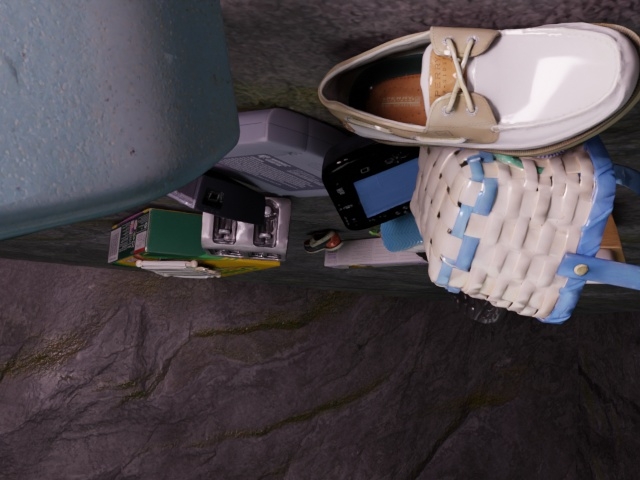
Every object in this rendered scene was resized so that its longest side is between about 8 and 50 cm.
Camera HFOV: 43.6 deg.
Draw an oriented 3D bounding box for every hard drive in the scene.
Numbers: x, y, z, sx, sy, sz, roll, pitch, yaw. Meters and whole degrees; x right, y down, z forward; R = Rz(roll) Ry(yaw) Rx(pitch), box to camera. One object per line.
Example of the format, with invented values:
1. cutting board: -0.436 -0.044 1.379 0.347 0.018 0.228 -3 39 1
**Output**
1. hard drive: -0.181 -0.084 1.160 0.172 0.054 0.254 28 -176 17

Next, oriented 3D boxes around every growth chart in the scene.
1. growth chart: -0.316 0.068 1.843 0.171 0.021 0.237 1 171 9

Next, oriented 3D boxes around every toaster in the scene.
1. toaster: -0.144 -0.026 1.557 0.168 0.110 0.186 5 172 -3

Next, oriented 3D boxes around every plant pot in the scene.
1. plant pot: -0.205 -0.120 0.575 0.252 0.248 0.247 -10 -179 -39

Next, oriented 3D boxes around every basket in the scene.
1. basket: 0.253 -0.030 0.846 0.288 0.201 0.255 10 -152 -12

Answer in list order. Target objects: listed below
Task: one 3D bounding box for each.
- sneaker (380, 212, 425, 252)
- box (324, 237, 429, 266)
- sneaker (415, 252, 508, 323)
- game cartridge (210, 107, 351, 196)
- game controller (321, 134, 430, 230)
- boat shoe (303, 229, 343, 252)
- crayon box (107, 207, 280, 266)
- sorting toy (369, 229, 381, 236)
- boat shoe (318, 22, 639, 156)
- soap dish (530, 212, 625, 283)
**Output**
1. sneaker: 0.205 -0.027 1.257 0.092 0.087 0.228 -6 -179 -44
2. box: 0.141 0.030 1.938 0.063 0.067 0.324 11 168 -42
3. sneaker: 0.282 0.037 1.482 0.124 0.107 0.283 3 -142 -35
4. game cartridge: -0.047 -0.116 1.113 0.196 0.060 0.294 3 172 31
5. game controller: 0.094 -0.081 1.053 0.166 0.067 0.319 -30 164 2
6. boat shoe: 0.000 0.000 1.891 0.137 0.049 0.043 -5 126 56
7. crayon box: -0.308 0.014 1.908 0.313 0.106 0.363 8 170 -26
8. sorting toy: 0.147 -0.014 1.819 0.083 0.012 0.062 5 172 -10
9. boat shoe: 0.128 -0.132 0.712 0.302 0.113 0.103 -3 175 44
10. soap dish: 0.436 0.007 1.468 0.228 0.118 0.291 1 171 23
